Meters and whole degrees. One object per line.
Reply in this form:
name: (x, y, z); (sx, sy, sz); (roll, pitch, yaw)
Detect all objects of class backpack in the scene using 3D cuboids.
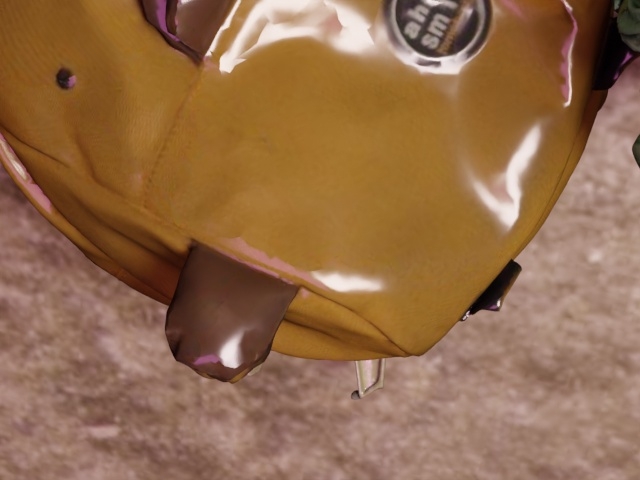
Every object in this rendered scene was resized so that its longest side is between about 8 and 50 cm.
backpack: (-0.030, -0.108, 0.712); (0.378, 0.201, 0.354); (23, 88, 3)

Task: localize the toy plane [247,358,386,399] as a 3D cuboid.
toy plane: (0.000, 0.000, 0.887); (0.244, 0.092, 0.229); (-34, 95, 33)

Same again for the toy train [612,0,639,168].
toy train: (0.289, -0.159, 0.550); (0.150, 0.237, 0.369); (39, 91, -11)
